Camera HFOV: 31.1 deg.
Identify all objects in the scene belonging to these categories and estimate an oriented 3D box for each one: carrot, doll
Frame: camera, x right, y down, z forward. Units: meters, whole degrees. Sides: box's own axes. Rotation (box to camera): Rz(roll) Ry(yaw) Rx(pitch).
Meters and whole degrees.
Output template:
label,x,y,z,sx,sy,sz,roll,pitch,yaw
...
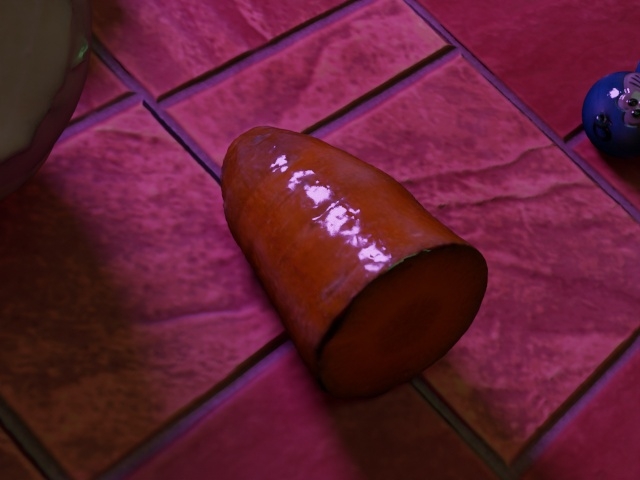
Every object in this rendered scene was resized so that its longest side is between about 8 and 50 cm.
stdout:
label,x,y,z,sx,sy,sz,roll,pitch,yaw
carrot,0.000,0.000,0.908,0.159,0.159,0.225,-22,54,-34
doll,0.321,-0.130,1.165,0.152,0.085,0.114,-12,81,-42

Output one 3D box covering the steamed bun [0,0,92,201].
label,x,y,z,sx,sy,sz,roll,pitch,yaw
steamed bun,-0.320,-0.155,0.799,0.309,0.309,0.309,12,53,-16
